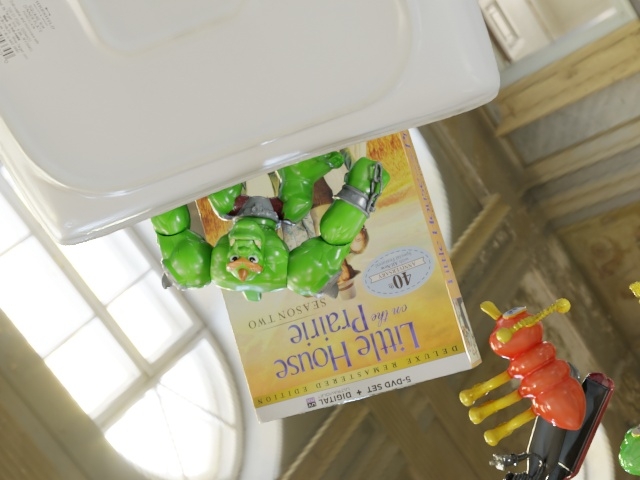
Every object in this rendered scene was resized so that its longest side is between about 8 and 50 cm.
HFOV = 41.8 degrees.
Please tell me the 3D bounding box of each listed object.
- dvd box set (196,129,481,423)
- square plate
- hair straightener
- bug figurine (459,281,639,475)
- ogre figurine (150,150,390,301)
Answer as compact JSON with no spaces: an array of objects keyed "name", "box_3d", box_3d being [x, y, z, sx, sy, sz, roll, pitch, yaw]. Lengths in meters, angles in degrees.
[{"name":"dvd box set","box_3d":[0.000,0.000,1.095,0.308,0.420,0.062,-18,174,22]},{"name":"square plate","box_3d":[-0.098,-0.168,0.491,0.344,0.347,0.049,-18,-148,11]},{"name":"hair straightener","box_3d":[0.183,0.215,0.767,0.230,0.089,0.047,-66,-160,6]},{"name":"bug figurine","box_3d":[0.248,0.092,0.607,0.279,0.216,0.072,-26,165,-29]},{"name":"ogre figurine","box_3d":[-0.049,-0.015,0.663,0.197,0.118,0.097,7,168,-16]}]
